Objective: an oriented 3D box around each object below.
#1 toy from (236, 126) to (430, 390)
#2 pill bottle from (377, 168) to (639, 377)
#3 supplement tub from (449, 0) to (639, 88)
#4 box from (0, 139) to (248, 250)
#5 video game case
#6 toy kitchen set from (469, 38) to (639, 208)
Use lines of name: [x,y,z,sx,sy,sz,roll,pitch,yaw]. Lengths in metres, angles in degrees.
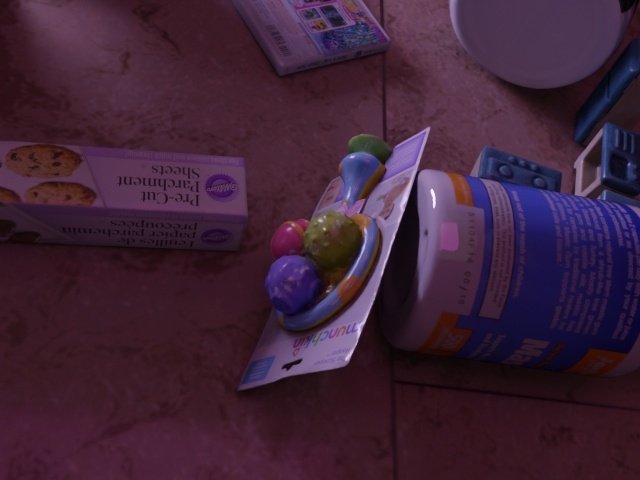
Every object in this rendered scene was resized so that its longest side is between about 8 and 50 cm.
toy: [0.000,0.000,0.607,0.056,0.136,0.237,42,51,-20]
pill bottle: [0.196,0.035,0.635,0.271,0.152,0.152,10,57,-10]
supplement tub: [0.288,-0.340,0.870,0.193,0.194,0.316,30,55,4]
box: [-0.223,-0.038,0.615,0.323,0.063,0.067,3,59,-14]
video game case: [-0.018,-0.258,0.838,0.143,0.019,0.157,-20,65,-26]
toy kitchen set: [0.249,-0.112,0.759,0.166,0.122,0.207,19,55,-4]
